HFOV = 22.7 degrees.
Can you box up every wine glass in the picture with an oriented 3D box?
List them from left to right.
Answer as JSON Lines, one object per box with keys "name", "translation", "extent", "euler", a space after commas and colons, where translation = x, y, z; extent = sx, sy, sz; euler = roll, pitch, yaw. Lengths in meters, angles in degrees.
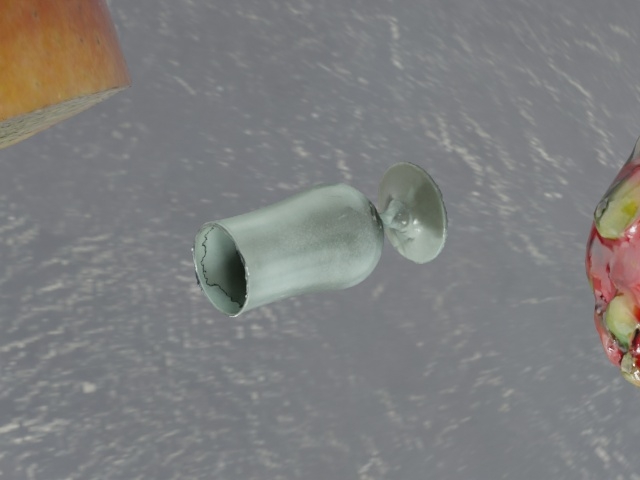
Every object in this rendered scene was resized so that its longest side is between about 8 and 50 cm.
{"name": "wine glass", "translation": [0.000, 0.000, 1.466], "extent": [0.103, 0.231, 0.103], "euler": [25, 124, 46]}

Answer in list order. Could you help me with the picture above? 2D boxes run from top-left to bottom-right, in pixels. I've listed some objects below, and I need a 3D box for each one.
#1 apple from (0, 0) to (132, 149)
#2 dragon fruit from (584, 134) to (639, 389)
{"name": "apple", "translation": [-0.272, -0.062, 0.778], "extent": [0.295, 0.365, 0.328], "euler": [29, 89, -7]}
{"name": "dragon fruit", "translation": [0.332, 0.002, 1.127], "extent": [0.303, 0.231, 0.237], "euler": [-33, 123, 2]}
